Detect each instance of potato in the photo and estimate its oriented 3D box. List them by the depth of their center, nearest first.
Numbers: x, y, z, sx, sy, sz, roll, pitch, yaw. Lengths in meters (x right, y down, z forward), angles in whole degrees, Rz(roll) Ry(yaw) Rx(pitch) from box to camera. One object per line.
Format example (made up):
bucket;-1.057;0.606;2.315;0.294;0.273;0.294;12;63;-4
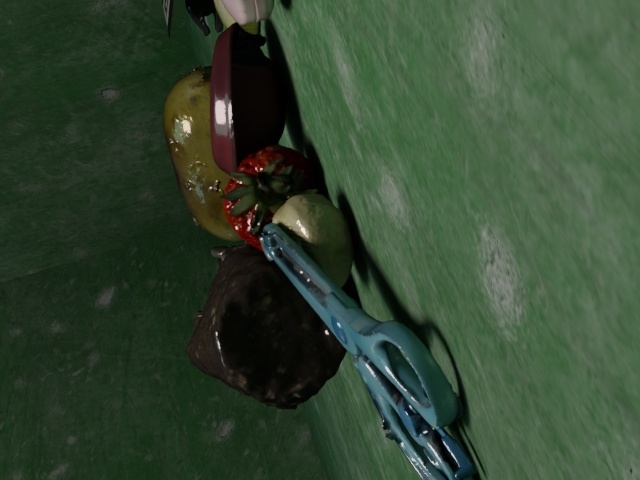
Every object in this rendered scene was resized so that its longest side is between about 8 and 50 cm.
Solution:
potato;-0.159;-0.141;1.519;0.210;0.173;0.307;-130;28;-69

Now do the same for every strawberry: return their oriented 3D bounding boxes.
strawberry;-0.057;-0.054;1.141;0.148;0.131;0.131;-128;22;-77

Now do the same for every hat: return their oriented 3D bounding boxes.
hat;-0.090;-0.174;1.190;0.205;0.089;0.205;1;-90;-89

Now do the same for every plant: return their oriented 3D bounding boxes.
plant;-0.071;0.111;1.200;0.188;0.199;0.276;-65;11;-3

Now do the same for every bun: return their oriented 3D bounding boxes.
bun;0.000;0.000;1.012;0.115;0.069;0.115;47;154;32

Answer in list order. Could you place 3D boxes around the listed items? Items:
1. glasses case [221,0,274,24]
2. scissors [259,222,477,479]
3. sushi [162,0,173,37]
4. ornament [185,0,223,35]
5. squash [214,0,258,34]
glasses case;-0.107;-0.373;0.959;0.113;0.075;0.296;-131;26;-76
scissors;0.032;0.088;0.870;0.393;0.032;0.180;47;155;49
sushi;-0.309;-0.560;1.577;0.373;0.100;0.296;-109;25;-48
ornament;-0.236;-0.502;1.660;0.236;0.080;0.202;-114;11;-50
squash;-0.128;-0.387;1.279;0.219;0.041;0.219;162;90;-78
